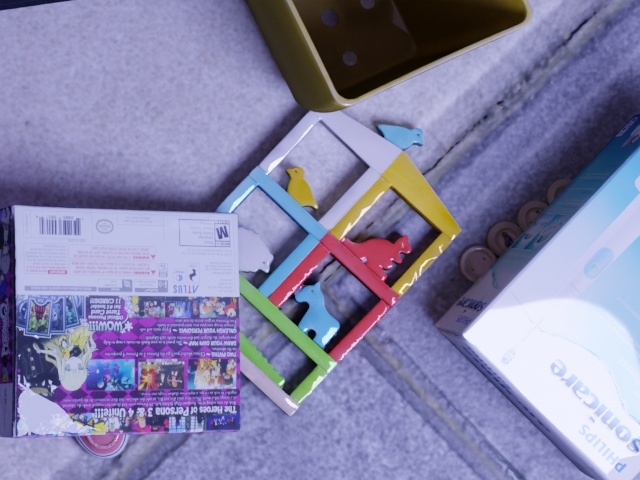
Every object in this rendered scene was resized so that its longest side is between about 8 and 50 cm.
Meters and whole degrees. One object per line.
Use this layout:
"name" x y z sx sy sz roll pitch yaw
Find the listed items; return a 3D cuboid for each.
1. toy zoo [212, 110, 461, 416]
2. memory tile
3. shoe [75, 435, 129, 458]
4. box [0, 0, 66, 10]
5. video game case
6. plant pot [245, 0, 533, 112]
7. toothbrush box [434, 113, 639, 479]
"toy zoo" 0.000 0.000 1.923 0.192 0.030 0.293 43 85 1
"memory tile" 0.220 0.019 1.943 0.148 0.012 0.113 -37 88 -5
"shoe" -0.220 0.120 1.876 0.064 0.081 0.178 -10 86 -4
"box" -0.267 -0.327 1.791 0.343 0.312 0.179 -8 86 -4
"video game case" -0.182 0.075 1.822 0.232 0.042 0.210 1 85 -31
"plant pot" 0.035 -0.235 1.851 0.212 0.187 0.212 -26 88 -19
"toothbrush box" 0.292 0.054 1.877 0.216 0.126 0.295 44 84 -8
